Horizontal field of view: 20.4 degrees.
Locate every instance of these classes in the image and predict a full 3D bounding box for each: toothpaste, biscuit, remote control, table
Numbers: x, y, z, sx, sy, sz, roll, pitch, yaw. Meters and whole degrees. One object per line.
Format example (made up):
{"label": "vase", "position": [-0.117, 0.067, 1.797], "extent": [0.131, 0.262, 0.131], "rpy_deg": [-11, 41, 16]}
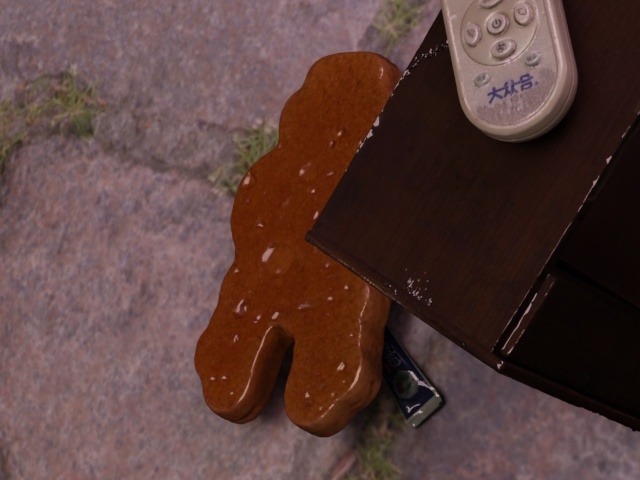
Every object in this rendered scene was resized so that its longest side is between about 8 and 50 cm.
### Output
{"label": "toothpaste", "position": [0.054, 0.089, 1.460], "extent": [0.037, 0.021, 0.140], "rpy_deg": [-44, 60, 20]}
{"label": "biscuit", "position": [0.000, 0.000, 1.490], "extent": [0.202, 0.047, 0.334], "rpy_deg": [-1, 71, 42]}
{"label": "remote control", "position": [0.118, -0.166, 1.171], "extent": [0.078, 0.042, 0.221], "rpy_deg": [-21, 64, 27]}
{"label": "table", "position": [0.187, -0.047, 1.267], "extent": [0.196, 0.250, 0.282], "rpy_deg": [35, 96, 38]}
